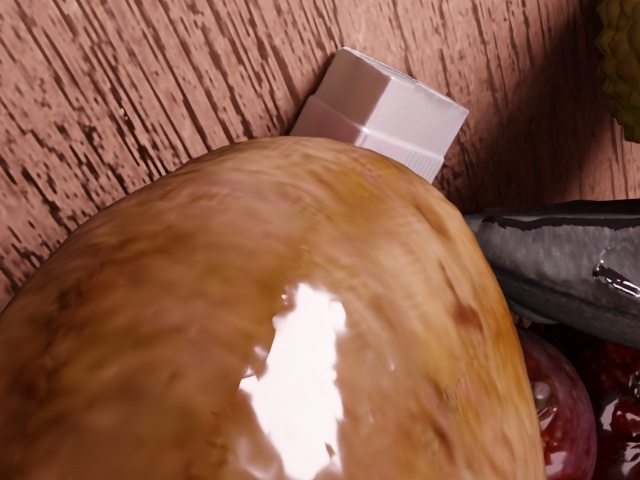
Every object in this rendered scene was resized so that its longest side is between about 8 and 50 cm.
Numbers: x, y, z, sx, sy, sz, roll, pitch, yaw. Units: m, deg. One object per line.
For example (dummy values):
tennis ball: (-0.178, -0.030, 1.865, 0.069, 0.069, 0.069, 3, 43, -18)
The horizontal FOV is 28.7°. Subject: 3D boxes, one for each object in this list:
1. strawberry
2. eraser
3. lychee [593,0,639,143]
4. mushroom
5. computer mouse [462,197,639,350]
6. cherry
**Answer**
strawberry: (0.272, 0.150, 1.081, 0.274, 0.220, 0.274, 0, 90, -24)
eraser: (0.000, 0.000, 0.768, 0.095, 0.052, 0.225, 14, 109, -53)
lychee: (0.341, -0.161, 0.831, 0.320, 0.270, 0.270, -40, 150, 20)
mushroom: (-0.031, 0.096, 0.519, 0.397, 0.224, 0.313, 5, 82, -71)
computer mouse: (0.263, 0.027, 0.862, 0.203, 0.374, 0.114, -39, 127, -81)
cherry: (0.104, 0.155, 0.921, 0.192, 0.175, 0.249, -36, 145, -8)
